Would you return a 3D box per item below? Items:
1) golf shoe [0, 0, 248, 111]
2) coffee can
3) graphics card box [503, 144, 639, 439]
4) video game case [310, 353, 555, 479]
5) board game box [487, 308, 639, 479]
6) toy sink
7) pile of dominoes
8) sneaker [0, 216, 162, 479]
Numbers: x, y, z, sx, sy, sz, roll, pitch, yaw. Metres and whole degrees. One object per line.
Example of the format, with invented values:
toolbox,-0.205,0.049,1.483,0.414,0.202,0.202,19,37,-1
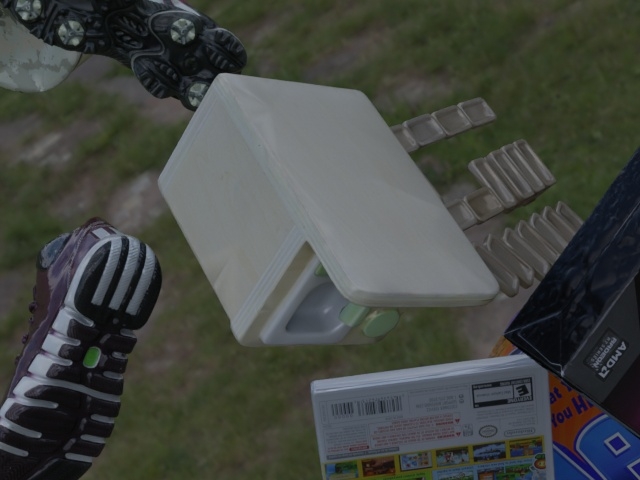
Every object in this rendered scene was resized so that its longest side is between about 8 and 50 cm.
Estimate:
golf shoe,-0.196,-0.213,1.258,0.105,0.273,0.120,-52,19,9
coffee can,-0.332,-0.338,1.779,0.201,0.201,0.275,-15,23,31
graphics card box,0.353,0.087,1.159,0.233,0.371,0.094,-53,31,1
video game case,0.114,0.216,1.340,0.227,0.206,0.026,-8,23,0
board game box,0.419,0.197,1.582,0.356,0.356,0.356,-42,2,33
toy sink,0.000,0.000,1.057,0.131,0.152,0.234,-56,51,32
pile of dominoes,0.156,-0.037,1.316,0.040,0.196,0.251,-43,-11,34
sneaker,-0.249,0.104,1.318,0.281,0.106,0.162,-61,31,7
